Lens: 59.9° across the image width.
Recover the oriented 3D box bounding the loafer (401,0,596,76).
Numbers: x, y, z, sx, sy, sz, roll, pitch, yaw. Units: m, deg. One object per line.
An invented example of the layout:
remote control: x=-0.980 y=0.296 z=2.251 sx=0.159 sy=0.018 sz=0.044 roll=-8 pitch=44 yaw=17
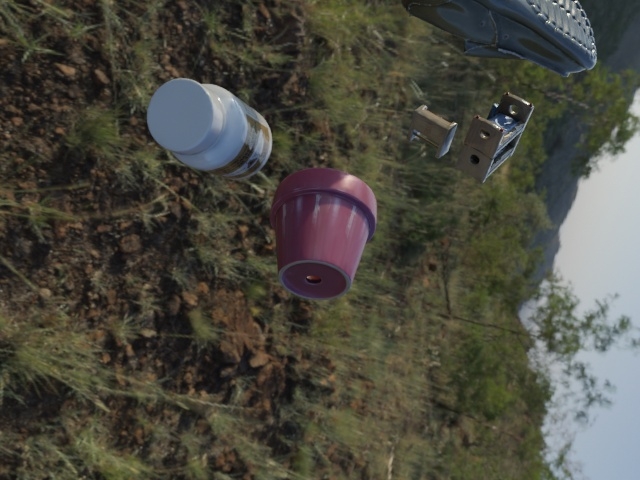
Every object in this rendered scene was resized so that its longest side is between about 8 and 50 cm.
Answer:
loafer: x=0.198 y=-0.250 z=0.618 sx=0.087 sy=0.251 sz=0.094 roll=-40 pitch=-147 yaw=56

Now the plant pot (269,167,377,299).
plant pot: x=0.000 y=0.000 z=1.008 sx=0.201 sy=0.201 sz=0.180 roll=72 pitch=20 yaw=-50

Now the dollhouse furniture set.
dollhouse furniture set: x=0.295 y=-0.236 z=1.112 sx=0.129 sy=0.184 sz=0.129 roll=-39 pitch=153 yaw=-33

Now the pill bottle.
pill bottle: x=-0.169 y=-0.172 z=0.876 sx=0.229 sy=0.131 sz=0.131 roll=2 pitch=101 yaw=-78
